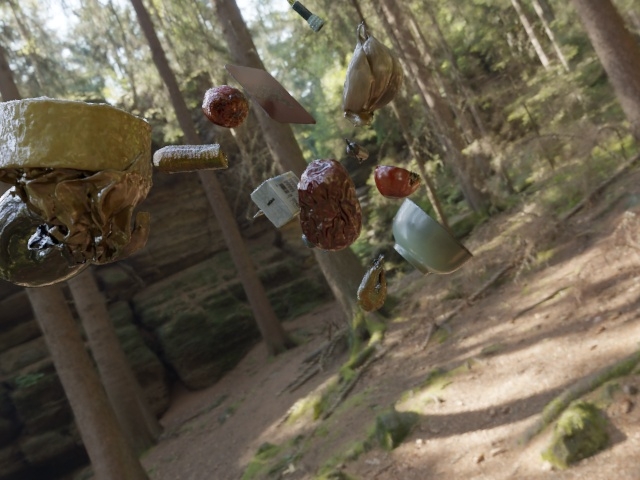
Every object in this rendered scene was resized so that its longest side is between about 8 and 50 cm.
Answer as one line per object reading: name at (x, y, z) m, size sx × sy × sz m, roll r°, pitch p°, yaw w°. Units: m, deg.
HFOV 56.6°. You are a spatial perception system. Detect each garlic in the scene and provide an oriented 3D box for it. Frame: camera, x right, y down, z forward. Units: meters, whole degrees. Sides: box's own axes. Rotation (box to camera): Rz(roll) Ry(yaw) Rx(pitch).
garlic at (0.132, -0.499, 1.803) m, size 0.237 × 0.210 × 0.291 m, roll -10°, pitch -60°, yaw -51°

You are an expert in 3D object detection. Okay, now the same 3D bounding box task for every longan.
longan at (-0.697, -0.024, 1.520) m, size 0.350 × 0.288 × 0.288 m, roll -24°, pitch -4°, yaw 17°

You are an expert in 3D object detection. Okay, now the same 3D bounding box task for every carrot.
carrot at (-0.507, -0.323, 2.340) m, size 0.302 × 0.114 × 0.114 m, roll -2°, pitch 2°, yaw 16°

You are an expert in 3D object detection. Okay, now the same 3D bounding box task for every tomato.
tomato at (0.234, -0.171, 1.833) m, size 0.139 × 0.091 × 0.159 m, roll 10°, pitch -1°, yaw 39°

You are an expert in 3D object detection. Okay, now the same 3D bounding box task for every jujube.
jujube at (0.019, -0.083, 1.409) m, size 0.155 × 0.155 × 0.230 m, roll -24°, pitch -47°, yaw -7°

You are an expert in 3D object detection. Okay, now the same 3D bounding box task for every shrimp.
shrimp at (0.175, 0.137, 1.915) m, size 0.101 × 0.190 × 0.042 m, roll 16°, pitch -1°, yaw -20°

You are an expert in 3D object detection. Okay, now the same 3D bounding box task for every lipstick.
lipstick at (-0.041, -0.599, 1.562) m, size 0.037 × 0.116 × 0.037 m, roll -47°, pitch 1°, yaw 1°

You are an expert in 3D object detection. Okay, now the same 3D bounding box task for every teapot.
teapot at (-0.002, -0.003, 1.527) m, size 0.083 × 0.063 × 0.049 m, roll -16°, pitch -42°, yaw 20°

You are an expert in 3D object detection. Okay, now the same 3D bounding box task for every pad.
pad at (-0.138, -0.404, 1.641) m, size 0.181 × 0.267 × 0.004 m, roll -10°, pitch -39°, yaw -49°

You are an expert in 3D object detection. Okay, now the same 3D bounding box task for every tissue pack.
tissue pack at (-0.146, -0.137, 2.147) m, size 0.145 × 0.159 × 0.229 m, roll -39°, pitch 0°, yaw 26°

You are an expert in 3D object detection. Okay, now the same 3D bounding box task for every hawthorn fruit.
hawthorn fruit at (-0.356, -0.509, 2.231) m, size 0.174 × 0.179 × 0.173 m, roll -9°, pitch -50°, yaw -11°

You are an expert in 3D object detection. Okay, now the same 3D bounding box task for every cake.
cake at (-0.511, -0.104, 1.235) m, size 0.333 × 0.321 × 0.332 m, roll 0°, pitch -4°, yaw 0°

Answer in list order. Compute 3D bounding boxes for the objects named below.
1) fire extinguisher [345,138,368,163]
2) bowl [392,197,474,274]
fire extinguisher at (0.120, -0.281, 1.920) m, size 0.045 × 0.078 × 0.157 m, roll -28°, pitch -8°, yaw 16°
bowl at (0.413, 0.014, 2.352) m, size 0.185 × 0.354 × 0.354 m, roll -49°, pitch -8°, yaw 7°
